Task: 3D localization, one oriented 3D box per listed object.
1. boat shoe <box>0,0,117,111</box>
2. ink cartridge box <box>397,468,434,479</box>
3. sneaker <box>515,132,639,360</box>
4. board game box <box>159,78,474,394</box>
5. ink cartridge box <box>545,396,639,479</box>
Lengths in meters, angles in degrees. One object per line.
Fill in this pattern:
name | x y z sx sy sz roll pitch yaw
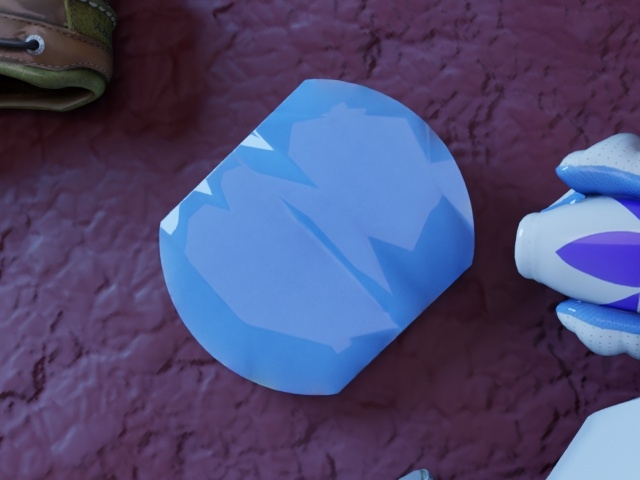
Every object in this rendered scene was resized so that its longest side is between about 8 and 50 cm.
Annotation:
boat shoe | -0.267 -0.111 0.570 0.307 0.111 0.104 -7 79 4
ink cartridge box | 0.028 0.283 0.472 0.211 0.121 0.289 -28 79 0
sneaker | 0.200 0.027 0.401 0.236 0.323 0.130 0 102 -4
board game box | 0.000 0.000 0.569 0.169 0.033 0.133 -45 85 2
ink cartridge box | 0.256 0.204 0.316 0.385 0.279 0.160 41 63 0
